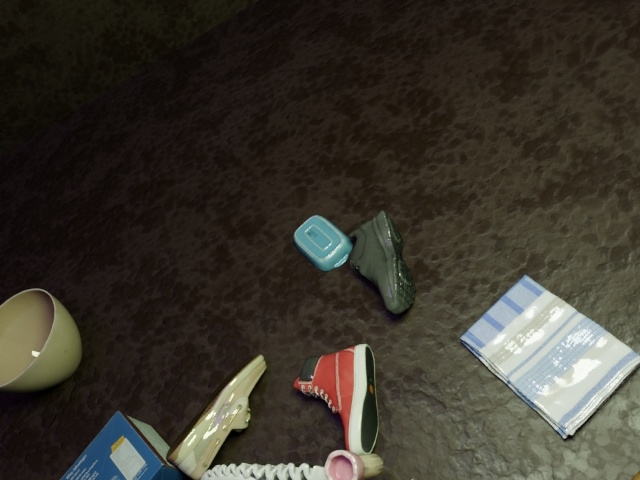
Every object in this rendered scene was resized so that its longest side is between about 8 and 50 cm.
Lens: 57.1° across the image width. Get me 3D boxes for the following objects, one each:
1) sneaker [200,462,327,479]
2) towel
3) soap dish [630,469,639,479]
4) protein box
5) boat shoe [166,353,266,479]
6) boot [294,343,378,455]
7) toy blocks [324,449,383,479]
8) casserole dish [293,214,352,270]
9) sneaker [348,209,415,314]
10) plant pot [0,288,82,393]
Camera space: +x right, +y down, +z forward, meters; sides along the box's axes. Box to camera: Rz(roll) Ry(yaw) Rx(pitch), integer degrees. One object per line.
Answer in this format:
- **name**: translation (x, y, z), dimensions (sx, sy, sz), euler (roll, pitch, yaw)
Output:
- **sneaker**: translation (-0.119, 0.512, 1.185), dimensions (0.292, 0.110, 0.118), euler (-9, 64, 23)
- **towel**: translation (0.436, 0.211, 1.138), dimensions (0.209, 0.034, 0.285), euler (-42, 49, -5)
- **soap dish**: translation (0.577, 0.416, 0.864), dimensions (0.291, 0.118, 0.229), euler (-44, 49, -4)
- **protein box**: translation (-0.427, 0.532, 1.308), dimensions (0.201, 0.136, 0.199), euler (29, 75, 39)
- **boat shoe**: translation (-0.210, 0.390, 1.321), dimensions (0.302, 0.098, 0.109), euler (-50, 7, -31)
- **boot**: translation (0.025, 0.344, 1.234), dimensions (0.176, 0.088, 0.244), euler (-16, 44, 19)
- **toy blocks**: translation (0.085, 0.519, 0.908), dimensions (0.289, 0.260, 0.308), euler (9, 82, 36)
- **casserole dish**: translation (0.000, 0.000, 1.516), dimensions (0.114, 0.037, 0.188), euler (-43, 48, -5)
- **sneaker**: translation (0.137, 0.063, 1.368), dimensions (0.130, 0.109, 0.286), euler (-26, 40, 18)
- **plant pot**: translation (-0.775, 0.300, 1.619), dimensions (0.284, 0.191, 0.283), euler (-14, 54, 20)
